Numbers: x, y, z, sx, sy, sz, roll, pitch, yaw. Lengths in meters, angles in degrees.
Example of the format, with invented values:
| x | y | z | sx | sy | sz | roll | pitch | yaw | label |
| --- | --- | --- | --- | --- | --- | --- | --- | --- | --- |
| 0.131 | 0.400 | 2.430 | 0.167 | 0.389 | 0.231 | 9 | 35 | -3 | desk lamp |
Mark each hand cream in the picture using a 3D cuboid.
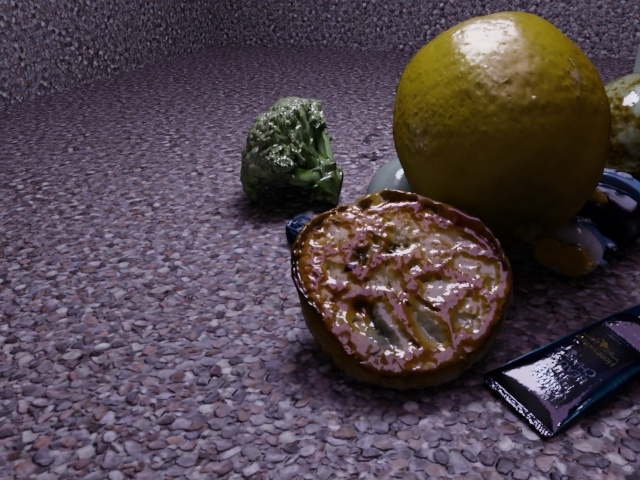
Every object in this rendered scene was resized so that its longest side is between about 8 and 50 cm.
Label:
| x | y | z | sx | sy | sz | roll | pitch | yaw | label |
| --- | --- | --- | --- | --- | --- | --- | --- | --- | --- |
| 0.353 | 0.161 | 0.804 | 0.270 | 0.061 | 0.120 | -21 | 36 | -19 | hand cream |

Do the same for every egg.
| x | y | z | sx | sy | sz | roll | pitch | yaw | label |
| --- | --- | --- | --- | --- | --- | --- | --- | --- | --- |
| 0.169 | -0.089 | 1.211 | 0.149 | 0.149 | 0.192 | 14 | 37 | 31 | egg |
| 0.722 | -0.261 | 1.421 | 0.238 | 0.238 | 0.289 | -6 | 3 | -8 | egg |

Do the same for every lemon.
| x | y | z | sx | sy | sz | roll | pitch | yaw | label |
| --- | --- | --- | --- | --- | --- | --- | --- | --- | --- |
| 0.292 | -0.154 | 0.993 | 0.364 | 0.364 | 0.364 | -2 | 26 | 1 | lemon |

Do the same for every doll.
| x | y | z | sx | sy | sz | roll | pitch | yaw | label |
| --- | --- | --- | --- | --- | --- | --- | --- | --- | --- |
| 0.488 | -0.042 | 1.098 | 0.177 | 0.141 | 0.314 | 24 | 42 | 32 | doll |

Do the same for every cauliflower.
| x | y | z | sx | sy | sz | roll | pitch | yaw | label |
| --- | --- | --- | --- | --- | --- | --- | --- | --- | --- |
| -0.042 | -0.181 | 1.362 | 0.250 | 0.272 | 0.275 | 40 | 56 | 12 | cauliflower |

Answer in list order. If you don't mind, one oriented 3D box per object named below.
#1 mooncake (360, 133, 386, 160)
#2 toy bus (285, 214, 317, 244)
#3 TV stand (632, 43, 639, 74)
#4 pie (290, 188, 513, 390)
| x | y | z | sx | sy | sz | roll | pitch | yaw | label |
| --- | --- | --- | --- | --- | --- | --- | --- | --- | --- |
| 0.166 | -0.179 | 1.516 | 0.150 | 0.057 | 0.347 | -1 | 29 | -27 | mooncake |
| 0.000 | 0.000 | 1.162 | 0.065 | 0.047 | 0.166 | -26 | 35 | -32 | toy bus |
| 0.836 | -0.359 | 1.563 | 0.083 | 0.269 | 0.088 | -22 | 35 | -36 | TV stand |
| 0.108 | 0.065 | 0.863 | 0.315 | 0.092 | 0.315 | -1 | 57 | 1 | pie |
